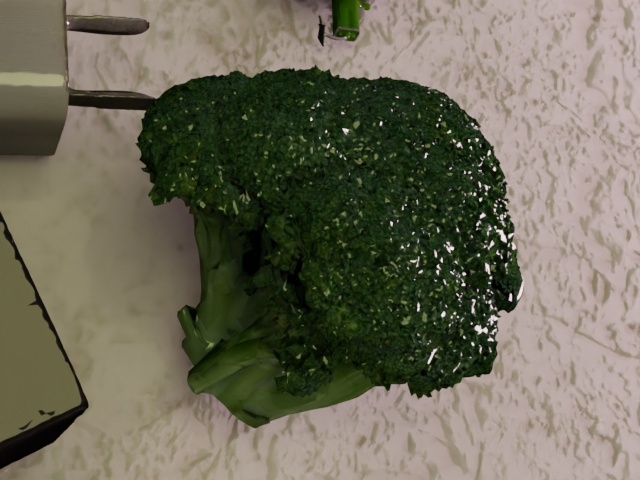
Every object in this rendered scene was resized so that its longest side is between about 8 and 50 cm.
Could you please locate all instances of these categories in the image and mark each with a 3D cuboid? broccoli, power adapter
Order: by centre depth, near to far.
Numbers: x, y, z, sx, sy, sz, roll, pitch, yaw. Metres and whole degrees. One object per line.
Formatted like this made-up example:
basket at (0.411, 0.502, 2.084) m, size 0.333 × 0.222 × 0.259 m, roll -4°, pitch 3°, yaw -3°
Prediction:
broccoli at (0.000, 0.000, 0.859) m, size 0.308 × 0.308 × 0.275 m, roll 44°, pitch 105°, yaw -2°
power adapter at (-0.223, -0.134, 0.880) m, size 0.205 × 0.125 × 0.130 m, roll 1°, pitch 74°, yaw -19°

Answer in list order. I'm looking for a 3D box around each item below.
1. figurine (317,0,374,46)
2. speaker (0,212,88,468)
figurine at (0.023, -0.257, 0.998) m, size 0.192 × 0.147 × 0.126 m, roll -14°, pitch 60°, yaw -40°
speaker at (-0.283, 0.053, 0.740) m, size 0.184 × 0.254 × 0.232 m, roll -24°, pitch 84°, yaw -23°
